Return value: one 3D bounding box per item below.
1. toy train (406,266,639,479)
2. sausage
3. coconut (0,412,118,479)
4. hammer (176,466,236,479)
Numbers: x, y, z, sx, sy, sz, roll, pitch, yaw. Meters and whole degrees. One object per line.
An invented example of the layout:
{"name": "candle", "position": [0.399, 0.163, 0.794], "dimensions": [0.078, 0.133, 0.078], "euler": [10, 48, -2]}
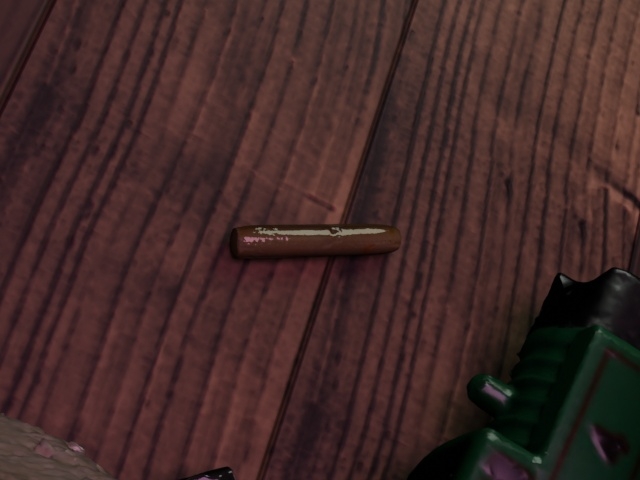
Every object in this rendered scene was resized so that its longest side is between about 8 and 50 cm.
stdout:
{"name": "toy train", "position": [0.188, 0.176, 0.863], "dimensions": [0.249, 0.178, 0.429], "euler": [32, 61, -3]}
{"name": "sausage", "position": [0.000, 0.000, 0.897], "dimensions": [0.132, 0.024, 0.024], "euler": [-1, 74, -28]}
{"name": "coconut", "position": [-0.225, 0.233, 0.487], "dimensions": [0.415, 0.415, 0.345], "euler": [-13, 98, -31]}
{"name": "hammer", "position": [-0.027, 0.172, 0.629], "dimensions": [0.043, 0.365, 0.111], "euler": [-14, 84, -14]}
